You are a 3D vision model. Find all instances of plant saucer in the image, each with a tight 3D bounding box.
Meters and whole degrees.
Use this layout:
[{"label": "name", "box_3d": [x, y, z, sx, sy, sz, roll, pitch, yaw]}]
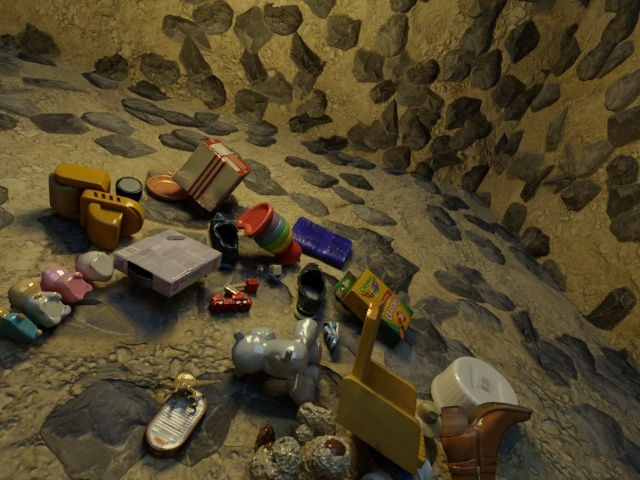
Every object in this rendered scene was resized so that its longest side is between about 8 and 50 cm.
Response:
[{"label": "plant saucer", "box_3d": [-0.701, -0.238, 1.889, 0.200, 0.037, 0.200, 17, 31, -10]}]

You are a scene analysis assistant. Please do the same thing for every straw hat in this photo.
[{"label": "straw hat", "box_3d": [0.351, 0.559, 1.327, 0.144, 0.061, 0.144, 18, 30, -11]}]

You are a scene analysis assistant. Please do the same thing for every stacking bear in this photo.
[{"label": "stacking bear", "box_3d": [-0.186, -0.007, 1.697, 0.289, 0.164, 0.175, 51, -10, -36]}]

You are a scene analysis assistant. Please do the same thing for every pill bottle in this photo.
[{"label": "pill bottle", "box_3d": [0.204, 0.630, 1.061, 0.186, 0.112, 0.112, -6, 41, -39]}]

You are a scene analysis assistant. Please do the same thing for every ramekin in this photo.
[{"label": "ramekin", "box_3d": [0.539, 0.538, 1.408, 0.277, 0.135, 0.277, 20, 30, -12]}]

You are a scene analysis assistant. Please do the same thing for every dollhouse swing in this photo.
[{"label": "dollhouse swing", "box_3d": [0.216, 0.376, 1.153, 0.315, 0.305, 0.347, 30, 0, 14]}]

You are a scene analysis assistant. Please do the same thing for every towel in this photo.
[{"label": "towel", "box_3d": [0.000, 0.000, 1.957, 0.308, 0.076, 0.228, 24, 29, 1]}]

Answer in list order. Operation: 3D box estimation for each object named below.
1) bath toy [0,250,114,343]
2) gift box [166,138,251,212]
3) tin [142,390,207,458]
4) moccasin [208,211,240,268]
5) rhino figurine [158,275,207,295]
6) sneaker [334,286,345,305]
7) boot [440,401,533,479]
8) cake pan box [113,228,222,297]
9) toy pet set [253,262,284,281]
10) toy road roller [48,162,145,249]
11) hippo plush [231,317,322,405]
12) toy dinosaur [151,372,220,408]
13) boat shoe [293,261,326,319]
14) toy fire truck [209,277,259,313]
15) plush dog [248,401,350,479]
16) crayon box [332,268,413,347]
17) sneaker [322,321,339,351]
[{"label": "bath toy", "box_3d": [-0.760, 0.141, 1.174, 0.151, 0.129, 0.348, 64, 26, -20]}, {"label": "gift box", "box_3d": [-0.506, -0.292, 1.837, 0.255, 0.258, 0.276, 43, 16, -3]}, {"label": "tin", "box_3d": [-0.363, 0.454, 1.029, 0.106, 0.040, 0.190, 22, 30, 7]}, {"label": "moccasin", "box_3d": [-0.380, -0.026, 1.694, 0.137, 0.117, 0.342, 6, 34, -28]}, {"label": "rhino figurine", "box_3d": [-0.482, 0.122, 1.429, 0.106, 0.073, 0.243, 30, 32, 23]}, {"label": "sneaker", "box_3d": [0.114, 0.251, 1.674, 0.135, 0.052, 0.058, 31, 41, 25]}, {"label": "boot", "box_3d": [0.498, 0.598, 1.194, 0.283, 0.109, 0.220, -2, 73, -8]}, {"label": "cake pan box", "box_3d": [-0.510, 0.067, 1.371, 0.245, 0.070, 0.267, 20, 28, 18]}, {"label": "toy pet set", "box_3d": [-0.196, 0.130, 1.656, 0.122, 0.065, 0.114, -2, 4, -41]}, {"label": "toy road roller", "box_3d": [-0.807, -0.109, 1.461, 0.329, 0.202, 0.241, 13, 43, -19]}, {"label": "hippo plush", "box_3d": [-0.139, 0.368, 1.207, 0.236, 0.234, 0.294, -2, 9, 16]}, {"label": "toy dinosaur", "box_3d": [-0.342, 0.385, 1.065, 0.183, 0.053, 0.093, 6, 32, -27]}, {"label": "boat shoe", "box_3d": [-0.033, 0.170, 1.627, 0.127, 0.113, 0.340, 22, 30, -1]}, {"label": "toy fire truck", "box_3d": [-0.306, 0.196, 1.463, 0.192, 0.047, 0.135, 4, 35, -29]}, {"label": "plush dog", "box_3d": [-0.062, 0.545, 0.993, 0.225, 0.211, 0.262, 0, 7, -12]}, {"label": "crayon box", "box_3d": [0.214, 0.247, 1.626, 0.318, 0.081, 0.202, 43, 32, 2]}, {"label": "sneaker", "box_3d": [0.035, 0.343, 1.463, 0.059, 0.053, 0.144, 20, 22, -8]}]
